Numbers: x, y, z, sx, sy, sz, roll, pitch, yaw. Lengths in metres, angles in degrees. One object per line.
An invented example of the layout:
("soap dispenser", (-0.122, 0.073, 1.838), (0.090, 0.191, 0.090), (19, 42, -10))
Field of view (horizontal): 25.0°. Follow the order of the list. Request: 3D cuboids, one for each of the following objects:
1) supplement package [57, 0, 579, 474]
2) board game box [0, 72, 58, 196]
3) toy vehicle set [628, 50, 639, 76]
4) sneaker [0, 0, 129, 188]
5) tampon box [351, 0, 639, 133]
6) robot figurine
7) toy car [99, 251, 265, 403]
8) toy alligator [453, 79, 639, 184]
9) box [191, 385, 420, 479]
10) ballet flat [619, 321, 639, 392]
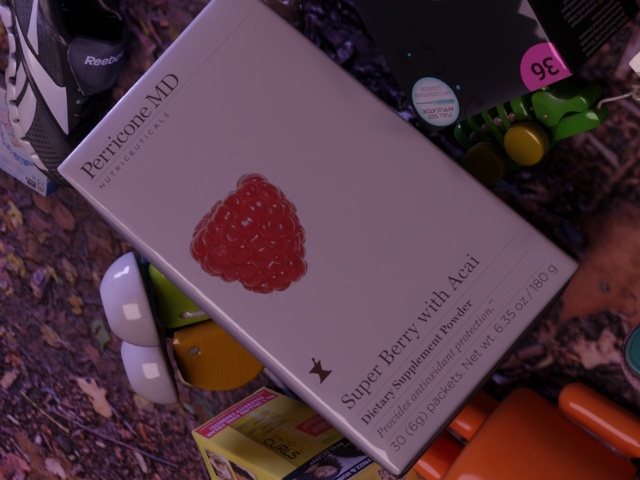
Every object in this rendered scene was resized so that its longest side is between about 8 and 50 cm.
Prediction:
("supplement package", (0.000, 0.000, 0.976), (0.293, 0.177, 0.175), (40, 175, 10))
("board game box", (-0.270, -0.097, 1.290), (0.090, 0.020, 0.090), (31, 134, 19))
("toy vehicle set", (0.280, -0.013, 0.782), (0.035, 0.166, 0.267), (-43, 83, 22))
("sneaker", (-0.201, -0.141, 1.161), (0.106, 0.078, 0.234), (16, 125, 34))
("tampon box", (0.093, -0.169, 0.886), (0.120, 0.101, 0.161), (-21, 104, 46))
("robot figurine", (0.167, 0.197, 1.061), (0.219, 0.158, 0.128), (36, 153, 14))
("toy car", (-0.093, 0.035, 1.161), (0.182, 0.159, 0.136), (80, 172, -50))
("toy alligator", (0.143, -0.085, 0.937), (0.189, 0.056, 0.051), (-28, 99, 46))
("box", (-0.015, 0.183, 1.175), (0.232, 0.087, 0.058), (12, 128, 61))
("ballet flat", (0.298, 0.117, 0.942), (0.221, 0.077, 0.079), (27, 171, 36))
